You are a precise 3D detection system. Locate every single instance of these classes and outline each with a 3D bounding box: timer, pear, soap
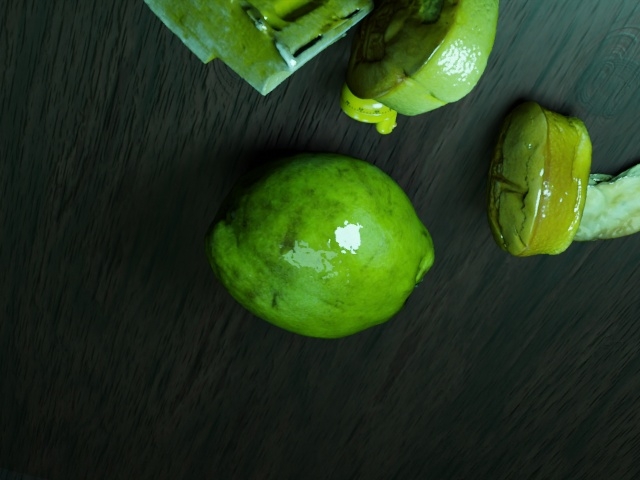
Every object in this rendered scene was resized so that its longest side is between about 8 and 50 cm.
[{"bbox_3d":[0.086,-0.240,1.924,0.107,0.107,0.109,8,132,-1],"label":"timer"},{"bbox_3d":[0.000,0.000,2.035,0.413,0.352,0.352,17,136,-20],"label":"pear"},{"bbox_3d":[-0.085,-0.363,1.640,0.259,0.281,0.143,42,128,3],"label":"soap"}]

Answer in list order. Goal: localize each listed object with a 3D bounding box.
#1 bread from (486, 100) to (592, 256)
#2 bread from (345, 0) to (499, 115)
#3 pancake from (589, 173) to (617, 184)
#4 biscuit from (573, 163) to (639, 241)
[{"bbox_3d":[0.372,-0.104,1.935,0.142,0.270,0.195,8,-178,-15],"label":"bread"},{"bbox_3d":[0.152,-0.322,1.719,0.148,0.270,0.270,26,134,-30],"label":"bread"},{"bbox_3d":[0.522,-0.062,2.111,0.158,0.028,0.158,4,130,4],"label":"pancake"},{"bbox_3d":[0.535,-0.071,2.054,0.299,0.045,0.154,-7,126,16],"label":"biscuit"}]
